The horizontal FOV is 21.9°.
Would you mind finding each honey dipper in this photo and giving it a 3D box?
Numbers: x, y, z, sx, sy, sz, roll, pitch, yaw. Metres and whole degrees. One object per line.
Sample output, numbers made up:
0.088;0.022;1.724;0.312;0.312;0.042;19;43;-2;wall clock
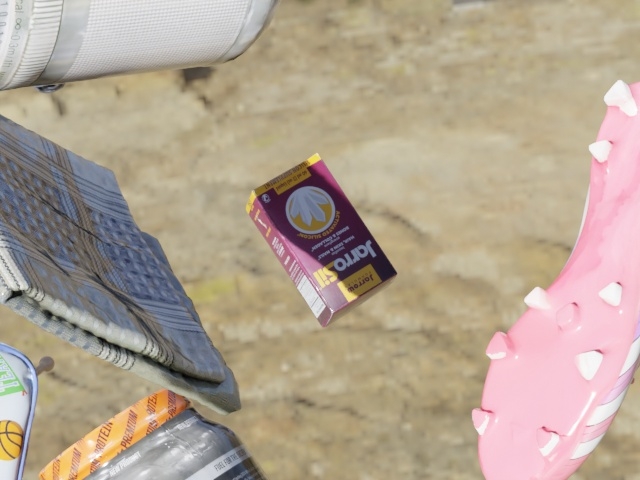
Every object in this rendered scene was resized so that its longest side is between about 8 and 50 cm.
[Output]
-0.351;0.175;1.858;0.030;0.030;0.161;5;27;31;honey dipper

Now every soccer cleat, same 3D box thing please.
0.162;0.030;0.891;0.083;0.248;0.095;11;-15;47;soccer cleat

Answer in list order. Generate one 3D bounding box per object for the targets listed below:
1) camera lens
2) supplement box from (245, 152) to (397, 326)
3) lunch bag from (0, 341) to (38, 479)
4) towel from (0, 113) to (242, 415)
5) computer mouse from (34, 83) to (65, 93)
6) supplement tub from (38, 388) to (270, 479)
-0.172;-0.218;1.130;0.274;0.219;0.219;-11;20;-31;camera lens
0.000;0.000;2.092;0.104;0.188;0.081;-31;-9;-15;supplement box
-0.404;0.211;1.543;0.243;0.303;0.115;18;-22;-24;lunch bag
-0.220;0.000;1.504;0.056;0.324;0.312;-45;49;10;towel
-0.365;-0.281;1.750;0.072;0.272;0.188;-48;-1;-44;computer mouse
-0.111;0.320;1.581;0.207;0.338;0.207;-33;-7;-4;supplement tub
